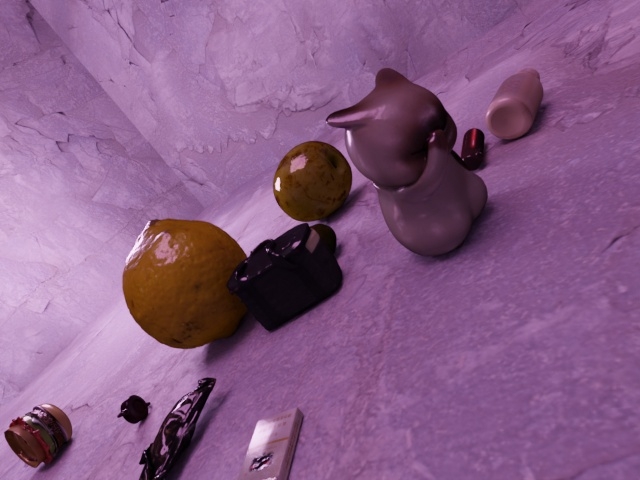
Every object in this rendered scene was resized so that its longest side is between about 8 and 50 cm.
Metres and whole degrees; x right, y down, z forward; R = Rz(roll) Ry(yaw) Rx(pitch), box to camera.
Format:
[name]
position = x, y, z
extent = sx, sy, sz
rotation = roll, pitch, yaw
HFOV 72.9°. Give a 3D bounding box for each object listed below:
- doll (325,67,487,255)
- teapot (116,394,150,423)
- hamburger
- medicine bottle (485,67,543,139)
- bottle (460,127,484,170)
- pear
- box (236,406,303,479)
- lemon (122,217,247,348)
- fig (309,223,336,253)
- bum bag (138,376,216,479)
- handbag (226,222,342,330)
[doll]
position = 0.191, -0.132, 0.854
extent = 0.215, 0.370, 0.226
rotation = -45, 39, -16
[teapot]
position = -0.475, 0.433, 1.104
extent = 0.045, 0.068, 0.100
rotation = -36, -17, 10
[hamburger]
position = -0.819, 0.565, 1.277
extent = 0.175, 0.175, 0.137
rotation = -25, 9, 33
[medicine bottle]
position = 0.512, -0.368, 1.122
extent = 0.114, 0.114, 0.252
rotation = -16, 29, 47
[bottle]
position = 0.392, -0.233, 1.113
extent = 0.060, 0.060, 0.164
rotation = -24, 24, 35
[pear]
position = -0.031, -0.200, 1.483
extent = 0.283, 0.284, 0.284
rotation = -33, 19, 13
[box]
position = -0.083, 0.343, 0.671
extent = 0.090, 0.024, 0.167
rotation = -28, 20, 25
[lemon]
position = -0.366, 0.111, 1.198
extent = 0.349, 0.387, 0.350
rotation = -39, -1, -1
[fig]
position = 0.000, 0.000, 1.219
extent = 0.117, 0.117, 0.177
rotation = -28, 4, 25
[bum bag]
position = -0.292, 0.389, 0.871
extent = 0.102, 0.069, 0.248
rotation = -53, 5, 45
[handbag]
position = -0.089, 0.077, 1.059
extent = 0.254, 0.181, 0.181
rotation = -31, 20, 16
